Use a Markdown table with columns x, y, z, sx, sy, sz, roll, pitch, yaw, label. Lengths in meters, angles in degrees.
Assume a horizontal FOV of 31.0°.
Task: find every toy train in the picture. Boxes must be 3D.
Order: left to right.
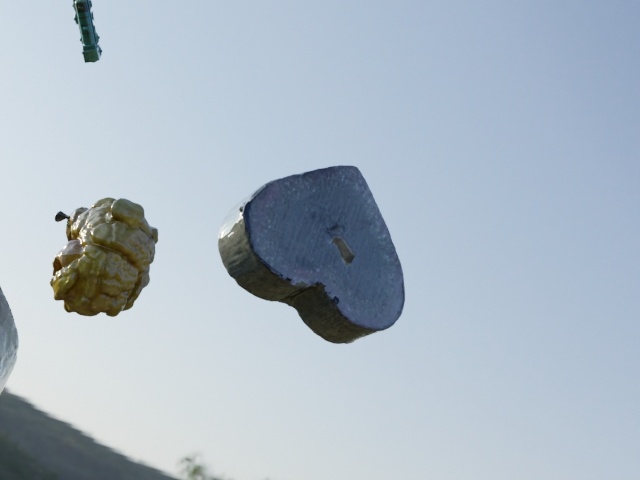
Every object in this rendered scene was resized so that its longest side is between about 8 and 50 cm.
| x | y | z | sx | sy | sz | roll | pitch | yaw | label |
| --- | --- | --- | --- | --- | --- | --- | --- | --- | --- |
| -0.310 | -0.279 | 1.527 | 0.029 | 0.092 | 0.045 | -10 | 19 | -4 | toy train |

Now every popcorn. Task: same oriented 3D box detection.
| x | y | z | sx | sy | sz | roll | pitch | yaw | label |
| --- | --- | --- | --- | --- | --- | --- | --- | --- | --- |
| -0.321 | 0.021 | 1.758 | 0.163 | 0.194 | 0.140 | -21 | -47 | 23 | popcorn |

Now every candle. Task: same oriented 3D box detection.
| x | y | z | sx | sy | sz | roll | pitch | yaw | label |
| --- | --- | --- | --- | --- | --- | --- | --- | --- | --- |
| 0.000 | 0.000 | 1.103 | 0.192 | 0.168 | 0.068 | 35 | -39 | -22 | candle |

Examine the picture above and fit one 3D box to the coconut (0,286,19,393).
| x | y | z | sx | sy | sz | roll | pitch | yaw | label |
| --- | --- | --- | --- | --- | --- | --- | --- | --- | --- |
| -0.466 | 0.121 | 1.230 | 0.259 | 0.259 | 0.259 | 15 | -15 | 4 | coconut |
